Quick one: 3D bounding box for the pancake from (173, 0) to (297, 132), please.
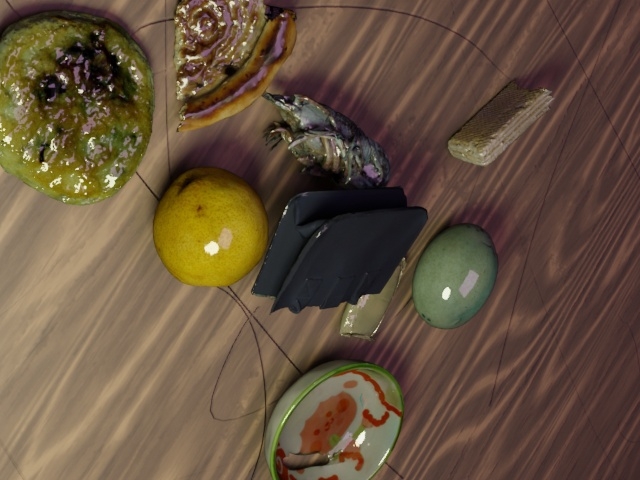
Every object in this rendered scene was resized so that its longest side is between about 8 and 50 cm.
[{"bbox_3d":[-0.145,-0.311,1.786,0.212,0.056,0.257,1,104,-13],"label":"pancake"}]

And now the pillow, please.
[{"bbox_3d":[0.109,0.109,2.176,0.119,0.053,0.208,22,90,-45],"label":"pillow"}]

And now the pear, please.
[{"bbox_3d":[-0.188,-0.027,1.795,0.209,0.209,0.208,-13,113,-35],"label":"pear"}]

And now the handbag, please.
[{"bbox_3d":[0.027,0.024,1.945,0.326,0.118,0.269,-4,131,-48],"label":"handbag"}]

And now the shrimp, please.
[{"bbox_3d":[0.007,-0.179,1.920,0.372,0.172,0.137,21,89,-39],"label":"shrimp"}]

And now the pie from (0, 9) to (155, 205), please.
[{"bbox_3d":[-0.391,-0.216,1.661,0.323,0.071,0.323,-13,111,-36],"label":"pie"}]

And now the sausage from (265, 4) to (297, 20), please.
[{"bbox_3d":[-0.118,-0.409,1.843,0.198,0.025,0.028,4,87,-40],"label":"sausage"}]

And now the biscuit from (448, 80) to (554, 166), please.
[{"bbox_3d":[0.388,-0.250,2.243,0.239,0.108,0.061,-42,128,-20],"label":"biscuit"}]

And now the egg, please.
[{"bbox_3d":[0.287,0.075,2.230,0.169,0.169,0.236,26,91,-41],"label":"egg"}]

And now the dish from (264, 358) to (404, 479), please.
[{"bbox_3d":[0.008,0.373,2.144,0.324,0.124,0.324,-15,119,-29],"label":"dish"}]
